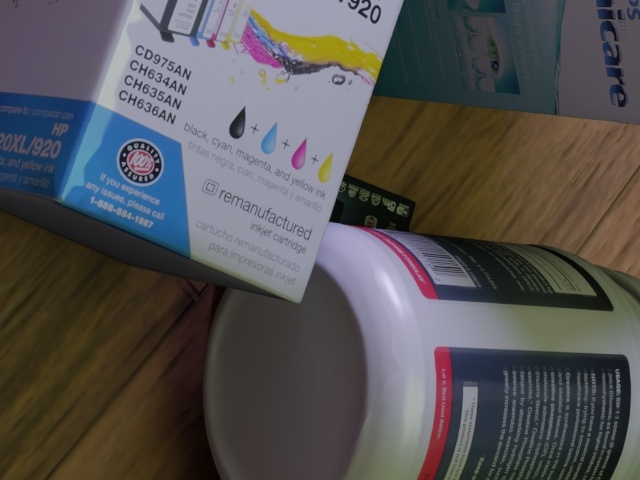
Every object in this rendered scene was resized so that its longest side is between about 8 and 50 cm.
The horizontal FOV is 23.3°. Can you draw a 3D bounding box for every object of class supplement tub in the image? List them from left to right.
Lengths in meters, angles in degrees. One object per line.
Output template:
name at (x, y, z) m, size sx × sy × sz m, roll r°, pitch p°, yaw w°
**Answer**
supplement tub at (0.083, 0.092, 0.965) m, size 0.272 × 0.191 × 0.191 m, roll 6°, pitch 94°, yaw -39°

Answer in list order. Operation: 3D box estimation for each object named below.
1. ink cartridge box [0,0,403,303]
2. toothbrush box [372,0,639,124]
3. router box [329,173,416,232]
ink cartridge box at (-0.081, -0.109, 0.849) m, size 0.171 × 0.168 × 0.232 m, roll 25°, pitch 80°, yaw -40°
toothbrush box at (0.157, -0.173, 0.960) m, size 0.216 × 0.295 × 0.126 m, roll -28°, pitch 115°, yaw -35°
router box at (0.000, 0.000, 1.025) m, size 0.122 × 0.038 × 0.092 m, roll 19°, pitch 86°, yaw -41°
